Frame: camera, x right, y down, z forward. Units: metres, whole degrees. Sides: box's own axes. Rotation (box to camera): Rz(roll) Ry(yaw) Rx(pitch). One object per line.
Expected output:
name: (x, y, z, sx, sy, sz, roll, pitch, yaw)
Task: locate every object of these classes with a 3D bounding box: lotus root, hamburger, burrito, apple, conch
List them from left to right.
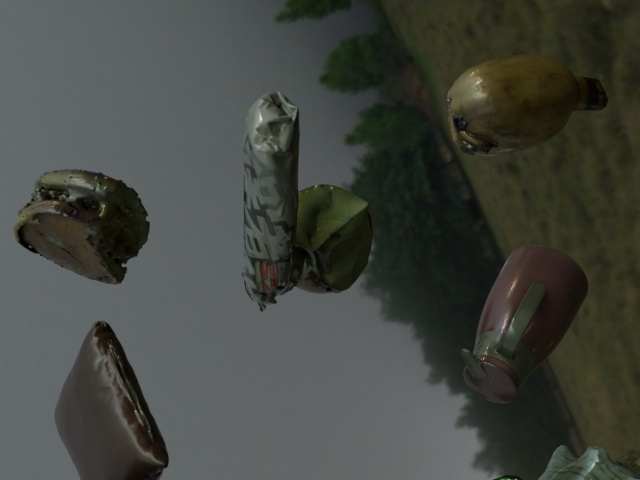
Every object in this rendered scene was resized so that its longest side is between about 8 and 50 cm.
hamburger: (-0.585, -0.040, 2.210, 0.318, 0.276, 0.195, 85, -157, -62)
burrito: (-0.086, -0.034, 1.577, 0.139, 0.101, 0.446, -107, 18, -54)
apple: (0.000, 0.000, 1.773, 0.207, 0.174, 0.188, 44, -132, -3)
lotus root: (0.378, -0.252, 1.658, 0.183, 0.310, 0.183, 169, 90, -83)
conch: (0.390, 0.372, 1.283, 0.203, 0.386, 0.170, -134, 39, -55)

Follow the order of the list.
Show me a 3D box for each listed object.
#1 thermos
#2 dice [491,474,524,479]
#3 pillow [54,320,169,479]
thermos: (0.324, 0.134, 1.472, 0.265, 0.146, 0.176, -51, -21, -38)
dice: (0.311, 0.477, 1.495, 0.131, 0.128, 0.120, 54, 171, 51)
pillow: (-0.382, 0.353, 1.639, 0.108, 0.305, 0.308, -6, -129, -39)
